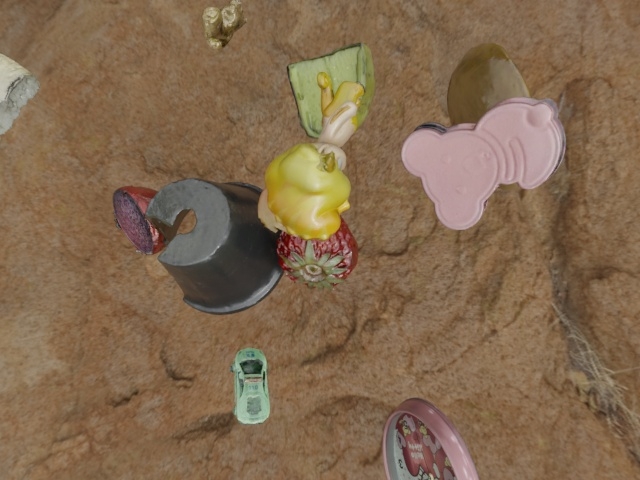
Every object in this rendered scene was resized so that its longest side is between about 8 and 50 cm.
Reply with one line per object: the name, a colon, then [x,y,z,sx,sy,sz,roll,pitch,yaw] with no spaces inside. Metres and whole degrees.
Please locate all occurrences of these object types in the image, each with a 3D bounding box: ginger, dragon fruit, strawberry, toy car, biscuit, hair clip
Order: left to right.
biscuit: [-0.684,-0.242,0.894,0.179,0.084,0.281,34,86,-6]
dragon fruit: [-0.503,-0.077,1.436,0.218,0.224,0.148,45,52,14]
ginger: [-0.239,-0.541,1.177,0.059,0.214,0.133,39,94,-4]
toy car: [-0.169,0.347,1.160,0.093,0.058,0.186,2,58,-17]
strawberry: [0.000,0.000,1.213,0.205,0.245,0.205,4,130,5]
hair clip: [0.172,-0.087,0.505,0.102,0.138,0.123,-33,99,-33]

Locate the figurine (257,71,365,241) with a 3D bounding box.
figurine: [-0.002,-0.115,0.694,0.131,0.156,0.247,21,73,1]

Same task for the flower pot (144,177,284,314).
flower pot: [-0.275,-0.019,1.214,0.378,0.251,0.380,-4,72,12]

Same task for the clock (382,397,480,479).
clock: [0.179,0.379,0.773,0.056,0.244,0.245,-5,87,-24]

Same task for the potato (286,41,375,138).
potato: [0.072,-0.475,1.623,0.330,0.212,0.281,-1,91,41]

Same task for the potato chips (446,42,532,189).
potato chips: [0.231,-0.172,0.693,0.061,0.195,0.208,-13,106,-9]
